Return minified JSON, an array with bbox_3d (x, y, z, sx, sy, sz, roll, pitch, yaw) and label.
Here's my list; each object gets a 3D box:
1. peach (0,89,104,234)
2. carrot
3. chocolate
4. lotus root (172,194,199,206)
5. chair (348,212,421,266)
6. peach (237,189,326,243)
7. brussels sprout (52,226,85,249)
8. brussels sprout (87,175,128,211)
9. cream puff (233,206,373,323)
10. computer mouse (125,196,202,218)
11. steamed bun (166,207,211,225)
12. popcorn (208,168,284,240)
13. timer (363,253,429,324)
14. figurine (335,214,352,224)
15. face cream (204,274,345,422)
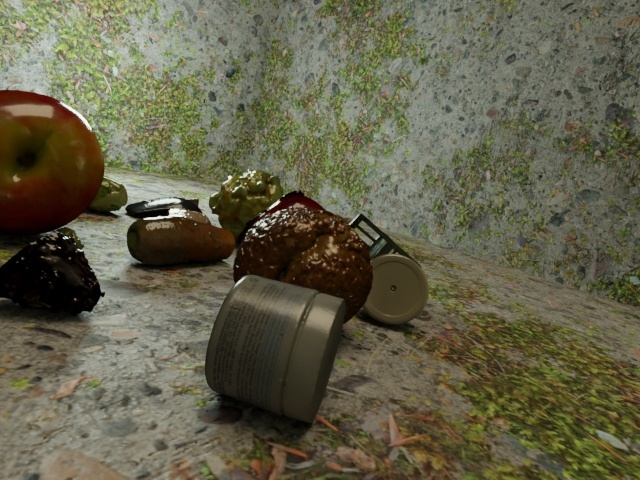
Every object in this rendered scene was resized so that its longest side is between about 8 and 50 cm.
[{"bbox_3d":[-0.762,-0.188,1.067,0.389,0.387,0.388,13,10,-2],"label":"peach"},{"bbox_3d":[-0.374,-0.001,1.161,0.139,0.138,0.302,19,11,31],"label":"carrot"},{"bbox_3d":[-0.445,0.077,0.724,0.133,0.156,0.156,41,9,-4],"label":"chocolate"},{"bbox_3d":[-0.601,-0.161,1.879,0.113,0.081,0.122,8,12,-20],"label":"lotus root"},{"bbox_3d":[0.171,0.032,1.366,0.270,0.136,0.147,39,6,-12],"label":"chair"},{"bbox_3d":[-0.058,0.027,1.192,0.201,0.258,0.361,44,-7,18],"label":"peach"},{"bbox_3d":[-0.635,-0.004,1.055,0.085,0.058,0.085,9,-7,1],"label":"brussels sprout"},{"bbox_3d":[-0.799,-0.169,1.519,0.181,0.143,0.161,3,-27,10],"label":"brussels sprout"},{"bbox_3d":[-0.033,0.048,0.887,0.303,0.212,0.302,5,51,-6],"label":"cream puff"},{"bbox_3d":[-0.615,-0.132,1.683,0.296,0.087,0.168,4,16,-32],"label":"computer mouse"},{"bbox_3d":[-0.424,-0.032,1.351,0.145,0.106,0.175,10,21,-19],"label":"steamed bun"},{"bbox_3d":[-0.253,-0.125,1.575,0.274,0.279,0.335,-34,7,-7],"label":"popcorn"},{"bbox_3d":[0.185,0.139,1.164,0.175,0.175,0.266,14,-8,5],"label":"timer"},{"bbox_3d":[0.002,-0.004,1.434,0.173,0.177,0.247,-4,5,-36],"label":"figurine"},{"bbox_3d":[-0.058,0.148,0.604,0.153,0.177,0.177,15,10,12],"label":"face cream"}]
